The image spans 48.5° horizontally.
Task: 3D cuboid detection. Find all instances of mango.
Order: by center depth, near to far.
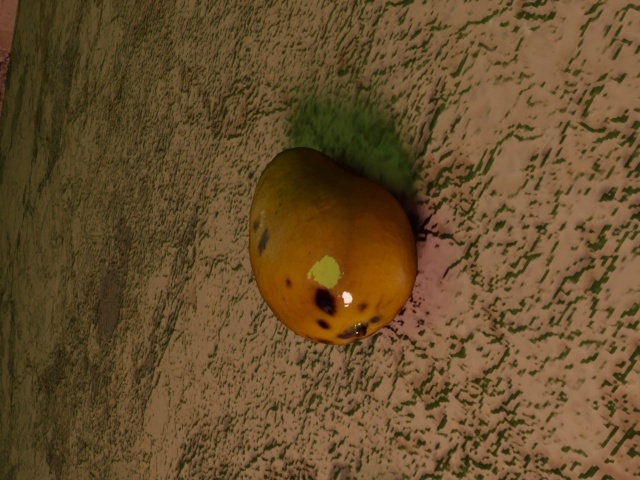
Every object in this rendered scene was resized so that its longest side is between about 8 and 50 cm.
[{"bbox_3d":[-0.001,0.003,0.493,0.178,0.090,0.115,38,110,54],"label":"mango"}]
